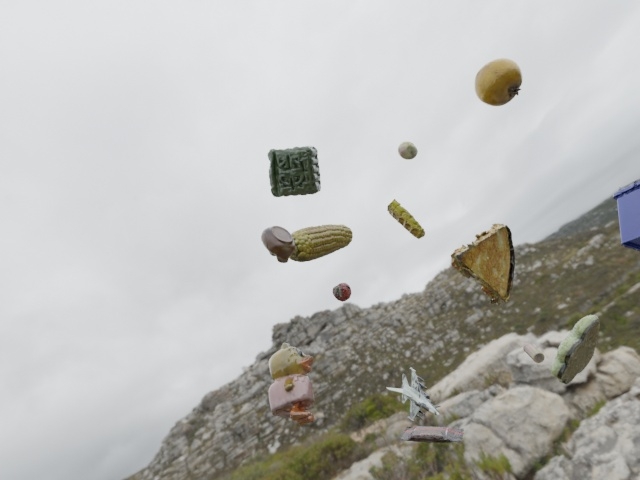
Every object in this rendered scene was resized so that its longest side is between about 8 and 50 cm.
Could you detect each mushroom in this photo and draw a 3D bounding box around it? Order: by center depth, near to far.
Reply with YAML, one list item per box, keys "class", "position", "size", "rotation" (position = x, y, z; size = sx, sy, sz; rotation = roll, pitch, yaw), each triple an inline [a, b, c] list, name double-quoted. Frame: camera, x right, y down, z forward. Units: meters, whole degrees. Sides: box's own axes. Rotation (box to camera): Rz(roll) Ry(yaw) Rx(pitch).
- class: "mushroom"
  position: [0.361, -0.373, 1.795]
  size: [0.068, 0.083, 0.083]
  rotation: [-59, -12, -13]

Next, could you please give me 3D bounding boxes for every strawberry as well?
- class: "strawberry"
  position: [0.097, 0.224, 1.887]
  size: [0.083, 0.083, 0.096]
  rotation: [-41, -17, 23]

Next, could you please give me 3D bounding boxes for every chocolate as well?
- class: "chocolate"
  position: [0.333, 0.581, 1.301]
  size: [0.182, 0.028, 0.086]
  rotation: [-12, 1, 23]

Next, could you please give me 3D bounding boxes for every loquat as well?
- class: "loquat"
  position: [0.810, -0.717, 1.987]
  size: [0.208, 0.208, 0.208]
  rotation: [-30, -17, -10]

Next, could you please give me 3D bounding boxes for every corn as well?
- class: "corn"
  position: [0.000, 0.000, 1.584]
  size: [0.120, 0.120, 0.363]
  rotation: [-44, -15, 31]

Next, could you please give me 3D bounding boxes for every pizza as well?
- class: "pizza"
  position: [0.526, 0.096, 1.385]
  size: [0.287, 0.252, 0.074]
  rotation: [-21, 6, -30]

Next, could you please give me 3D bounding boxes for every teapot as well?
- class: "teapot"
  position: [-0.123, 0.014, 1.242]
  size: [0.098, 0.129, 0.078]
  rotation: [8, -59, -33]

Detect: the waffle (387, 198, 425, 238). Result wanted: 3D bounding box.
- class: "waffle"
  position: [0.397, -0.091, 2.009]
  size: [0.055, 0.211, 0.160]
  rotation: [-45, -9, 2]

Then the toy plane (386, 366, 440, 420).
- class: "toy plane"
  position: [0.298, 0.473, 1.304]
  size: [0.082, 0.160, 0.234]
  rotation: [3, 0, -29]

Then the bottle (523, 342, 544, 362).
- class: "bottle"
  position: [0.854, 0.449, 1.750]
  size: [0.045, 0.045, 0.096]
  rotation: [-35, 13, 6]

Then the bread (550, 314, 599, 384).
- class: "bread"
  position: [0.824, 0.368, 1.420]
  size: [0.207, 0.056, 0.287]
  rotation: [-34, -49, -17]

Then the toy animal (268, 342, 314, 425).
- class: "toy animal"
  position: [-0.103, 0.498, 1.544]
  size: [0.168, 0.281, 0.195]
  rotation: [-8, -34, 9]

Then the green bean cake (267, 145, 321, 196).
- class: "green bean cake"
  position: [-0.133, -0.339, 2.150]
  size: [0.254, 0.241, 0.132]
  rotation: [-2, 13, 14]

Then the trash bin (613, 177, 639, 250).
- class: "trash bin"
  position: [1.145, -0.093, 1.517]
  size: [0.184, 0.162, 0.235]
  rotation: [117, 169, -72]
